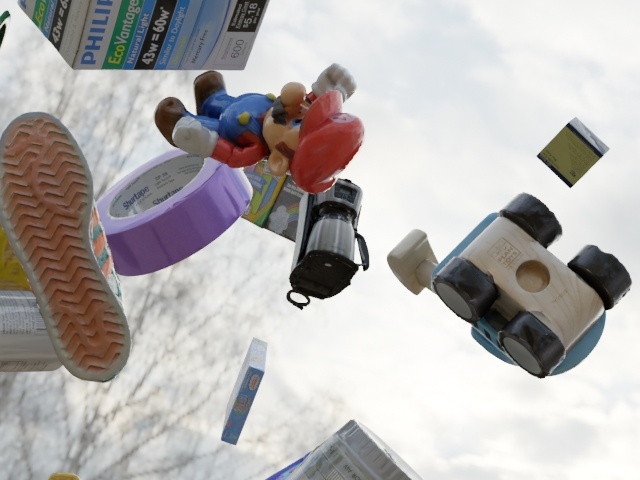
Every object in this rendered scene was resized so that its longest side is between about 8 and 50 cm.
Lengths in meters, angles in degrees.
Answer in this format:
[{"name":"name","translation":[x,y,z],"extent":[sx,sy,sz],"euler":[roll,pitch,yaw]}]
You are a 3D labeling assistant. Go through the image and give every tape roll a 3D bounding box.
[{"name":"tape roll","translation":[-0.253,-0.058,2.007],"extent":[0.274,0.275,0.090],"euler":[-8,-58,40]}]

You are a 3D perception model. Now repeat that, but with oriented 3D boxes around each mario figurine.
[{"name":"mario figurine","translation":[-0.077,-0.179,1.618],"extent":[0.320,0.198,0.170],"euler":[15,-11,37]}]

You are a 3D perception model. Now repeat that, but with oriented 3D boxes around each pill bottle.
[{"name":"pill bottle","translation":[-0.517,0.141,1.878],"extent":[0.229,0.131,0.131],"euler":[4,-14,-41]}]

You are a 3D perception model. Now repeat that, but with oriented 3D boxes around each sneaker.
[{"name":"sneaker","translation":[-0.284,0.013,1.316],"extent":[0.108,0.302,0.121],"euler":[-15,-6,-13]}]

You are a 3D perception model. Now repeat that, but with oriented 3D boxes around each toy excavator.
[{"name":"toy excavator","translation":[0.295,0.091,2.146],"extent":[0.433,0.222,0.445],"euler":[41,-17,17]}]

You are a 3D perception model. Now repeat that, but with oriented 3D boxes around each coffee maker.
[{"name":"coffee maker","translation":[0.000,0.000,2.092],"extent":[0.171,0.178,0.120],"euler":[-27,-50,36]}]

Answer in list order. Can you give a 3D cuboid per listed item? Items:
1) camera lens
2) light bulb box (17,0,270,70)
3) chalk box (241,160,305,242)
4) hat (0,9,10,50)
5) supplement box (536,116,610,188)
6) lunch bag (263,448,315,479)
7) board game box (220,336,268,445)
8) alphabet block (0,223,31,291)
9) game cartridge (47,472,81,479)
[{"name":"camera lens","translation":[0.028,0.430,1.771],"extent":[0.219,0.274,0.219],"euler":[43,-1,1]},{"name":"light bulb box","translation":[-0.271,-0.491,2.023],"extent":[0.361,0.225,0.358],"euler":[-7,-47,-40]},{"name":"chalk box","translation":[-0.086,-0.126,2.603],"extent":[0.132,0.213,0.132],"euler":[26,1,39]},{"name":"hat","translation":[-0.561,-0.295,1.723],"extent":[0.183,0.208,0.173],"euler":[23,9,-11]},{"name":"supplement box","translation":[0.430,-0.150,2.041],"extent":[0.083,0.056,0.083],"euler":[45,-61,8]},{"name":"lunch bag","translation":[0.031,0.579,2.686],"extent":[0.221,0.293,0.138],"euler":[33,-42,35]},{"name":"board game box","translation":[-0.150,0.296,2.382],"extent":[0.039,0.160,0.211],"euler":[21,10,-4]},{"name":"alphabet block","translation":[-0.543,-0.020,2.079],"extent":[0.193,0.192,0.197],"euler":[-1,25,-27]},{"name":"game cartridge","translation":[-0.311,0.500,1.552],"extent":[0.052,0.285,0.324],"euler":[0,-37,18]}]
